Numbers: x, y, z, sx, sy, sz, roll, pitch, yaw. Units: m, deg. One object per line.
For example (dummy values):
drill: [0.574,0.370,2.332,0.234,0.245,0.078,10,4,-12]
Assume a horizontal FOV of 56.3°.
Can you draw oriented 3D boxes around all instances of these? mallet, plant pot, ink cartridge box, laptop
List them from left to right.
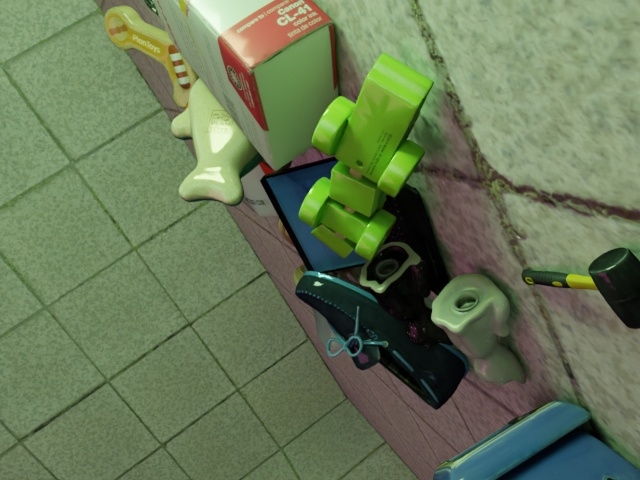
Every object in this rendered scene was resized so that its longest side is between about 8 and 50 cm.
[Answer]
ink cartridge box: [-0.112,-0.283,0.831,0.306,0.131,0.226,52,169,22]
ink cartridge box: [-0.177,-0.182,1.516,0.385,0.091,0.308,40,161,57]
laptop: [0.056,-0.001,0.931,0.264,0.136,0.234,42,163,51]
plant pot: [0.284,0.349,0.779,0.212,0.235,0.236,59,171,22]
mallet: [0.244,0.046,0.556,0.062,0.039,0.190,52,174,3]

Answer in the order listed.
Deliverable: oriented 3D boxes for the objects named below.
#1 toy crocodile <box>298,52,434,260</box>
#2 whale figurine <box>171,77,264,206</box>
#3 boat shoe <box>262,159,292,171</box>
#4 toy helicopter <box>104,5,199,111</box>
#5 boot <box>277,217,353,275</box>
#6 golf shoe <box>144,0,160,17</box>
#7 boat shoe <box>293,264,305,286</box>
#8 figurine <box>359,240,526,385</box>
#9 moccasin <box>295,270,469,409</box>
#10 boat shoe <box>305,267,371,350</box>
toy crocodile: [0.054,-0.081,0.723,0.115,0.105,0.341,30,146,10]
whale figurine: [-0.140,-0.163,0.988,0.216,0.272,0.141,5,153,12]
boat shoe: [-0.114,-0.208,1.229,0.207,0.073,0.073,57,171,33]
toy helicopter: [-0.271,-0.367,1.130,0.355,0.140,0.235,29,135,16]
boot: [0.000,0.000,1.295,0.203,0.095,0.262,50,162,22]
golf shoe: [-0.305,-0.470,1.250,0.198,0.077,0.094,50,168,32]
boat shoe: [0.021,0.118,1.585,0.285,0.104,0.089,34,119,51]
figurine: [0.183,0.117,0.846,0.214,0.092,0.209,25,158,45]
moccasin: [0.099,0.176,1.036,0.341,0.117,0.138,31,165,0]
boat shoe: [0.061,0.129,1.302,0.367,0.156,0.136,-122,28,-76]
